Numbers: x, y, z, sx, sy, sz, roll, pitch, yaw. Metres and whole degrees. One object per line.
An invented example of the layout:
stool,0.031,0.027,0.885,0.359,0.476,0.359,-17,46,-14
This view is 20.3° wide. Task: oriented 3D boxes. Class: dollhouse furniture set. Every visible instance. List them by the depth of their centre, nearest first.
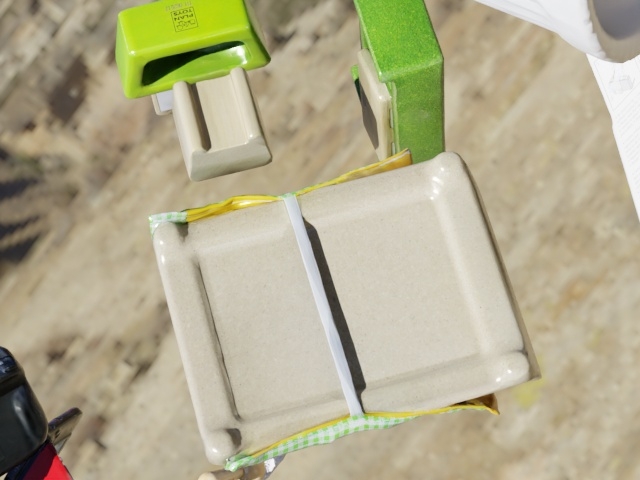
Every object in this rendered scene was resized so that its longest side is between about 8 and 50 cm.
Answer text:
dollhouse furniture set,0.000,0.000,1.097,0.151,0.197,0.302,85,170,-66

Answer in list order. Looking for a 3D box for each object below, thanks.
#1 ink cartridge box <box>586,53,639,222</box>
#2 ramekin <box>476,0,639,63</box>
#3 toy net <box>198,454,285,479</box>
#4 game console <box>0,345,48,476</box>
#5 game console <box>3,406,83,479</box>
ink cartridge box,0.355,-0.177,1.573,0.296,0.066,0.261,-51,43,49
ramekin,0.119,-0.234,0.841,0.277,0.135,0.277,-49,-30,-42
toy net,-0.051,0.204,1.309,0.045,0.122,0.232,-3,46,23
game console,-0.370,0.218,1.455,0.361,0.213,0.044,-32,15,-35
game console,-0.250,0.241,1.623,0.144,0.085,0.124,-55,-9,22
